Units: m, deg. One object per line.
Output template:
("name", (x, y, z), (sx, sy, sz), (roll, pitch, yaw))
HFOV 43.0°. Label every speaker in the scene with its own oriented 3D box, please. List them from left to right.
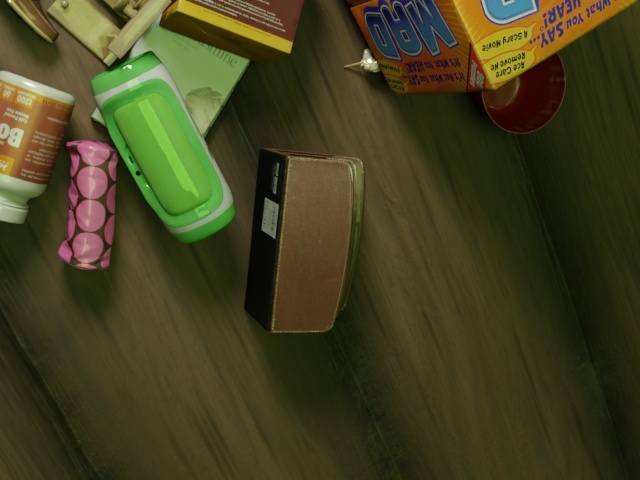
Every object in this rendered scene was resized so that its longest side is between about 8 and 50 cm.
("speaker", (-0.250, -0.146, 1.308), (0.131, 0.131, 0.296), (-30, 110, -12))

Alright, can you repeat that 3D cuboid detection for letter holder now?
("letter holder", (0.000, 0.000, 1.441), (0.215, 0.152, 0.301), (3, 100, -22))

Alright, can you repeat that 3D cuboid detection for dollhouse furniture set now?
("dollhouse furniture set", (-0.325, -0.356, 1.236), (0.123, 0.151, 0.144), (42, 93, -22))

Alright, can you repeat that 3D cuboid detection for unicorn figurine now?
("unicorn figurine", (0.139, -0.346, 1.467), (0.162, 0.060, 0.111), (14, 92, -19))

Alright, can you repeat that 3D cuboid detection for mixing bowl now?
("mixing bowl", (0.360, -0.296, 1.537), (0.182, 0.098, 0.181), (-5, 103, -19))

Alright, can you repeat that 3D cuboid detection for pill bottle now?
("pill bottle", (-0.470, -0.142, 1.254), (0.121, 0.121, 0.216), (18, 94, -22))

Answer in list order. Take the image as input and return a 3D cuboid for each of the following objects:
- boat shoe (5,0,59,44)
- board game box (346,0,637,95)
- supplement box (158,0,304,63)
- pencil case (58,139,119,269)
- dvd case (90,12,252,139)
("boat shoe", (-0.459, -0.383, 1.238), (0.060, 0.064, 0.178), (-41, 108, -8))
("board game box", (0.248, -0.469, 1.261), (0.357, 0.356, 0.356), (-32, 107, -11))
("supplement box", (-0.130, -0.413, 1.302), (0.191, 0.129, 0.194), (16, 88, -24))
("pencil case", (-0.381, -0.059, 1.323), (0.095, 0.098, 0.209), (-11, 110, -64))
("dvd case", (-0.242, -0.264, 1.365), (0.180, 0.022, 0.253), (31, 89, -23))
